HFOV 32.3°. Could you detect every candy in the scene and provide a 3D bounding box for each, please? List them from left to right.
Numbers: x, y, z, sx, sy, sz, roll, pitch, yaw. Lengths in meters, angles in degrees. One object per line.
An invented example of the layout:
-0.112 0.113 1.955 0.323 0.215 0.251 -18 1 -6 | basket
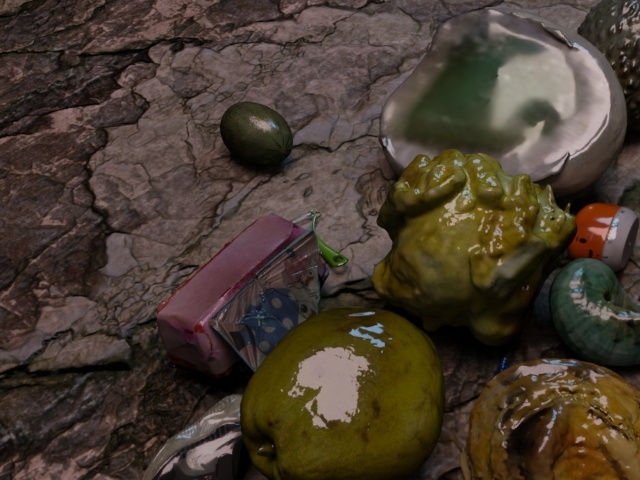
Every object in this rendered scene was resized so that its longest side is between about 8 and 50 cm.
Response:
0.335 -0.223 1.965 0.427 0.186 0.386 24 79 34 | candy

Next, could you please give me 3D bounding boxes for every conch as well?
0.423 0.111 1.661 0.176 0.122 0.188 6 35 -27 | conch

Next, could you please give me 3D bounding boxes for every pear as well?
0.037 0.220 1.497 0.269 0.269 0.321 28 39 33 | pear

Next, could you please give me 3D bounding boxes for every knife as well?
0.001 0.002 1.918 0.078 0.022 0.166 -31 45 -14 | knife

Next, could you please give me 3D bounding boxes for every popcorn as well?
0.224 -0.003 1.709 0.312 0.312 0.312 -5 42 4 | popcorn

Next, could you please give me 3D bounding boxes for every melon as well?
-0.126 -0.204 2.101 0.167 0.114 0.114 29 54 31 | melon

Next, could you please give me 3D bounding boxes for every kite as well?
-0.019 0.132 1.670 0.314 0.011 0.335 8 67 -23 | kite

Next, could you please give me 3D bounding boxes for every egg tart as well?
0.310 0.294 1.391 0.297 0.132 0.297 -1 85 6 | egg tart

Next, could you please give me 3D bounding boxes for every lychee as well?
0.591 -0.334 2.044 0.255 0.255 0.274 17 90 26 | lychee

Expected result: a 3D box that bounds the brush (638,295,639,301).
0.604 0.132 1.674 0.248 0.036 0.043 23 55 22 | brush

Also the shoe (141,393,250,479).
-0.152 0.316 1.552 0.112 0.099 0.227 30 53 26 | shoe

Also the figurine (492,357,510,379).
0.342 0.265 1.513 0.262 0.121 0.164 33 86 13 | figurine

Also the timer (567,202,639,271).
0.448 -0.010 1.803 0.136 0.099 0.136 3 34 -2 | timer

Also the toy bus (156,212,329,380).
-0.117 0.087 1.742 0.128 0.147 0.302 15 48 38 | toy bus
